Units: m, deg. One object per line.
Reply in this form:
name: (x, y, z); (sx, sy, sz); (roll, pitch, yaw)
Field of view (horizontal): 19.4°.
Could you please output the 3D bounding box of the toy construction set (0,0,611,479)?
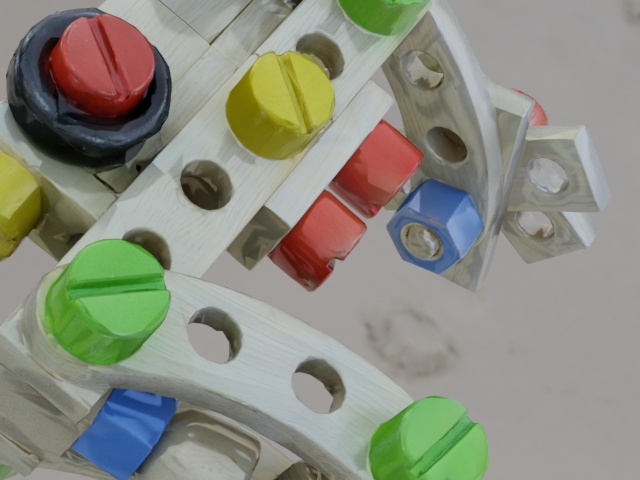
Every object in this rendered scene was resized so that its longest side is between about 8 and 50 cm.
toy construction set: (0.000, 0.000, 0.609); (0.215, 0.151, 0.327); (41, 38, -3)
